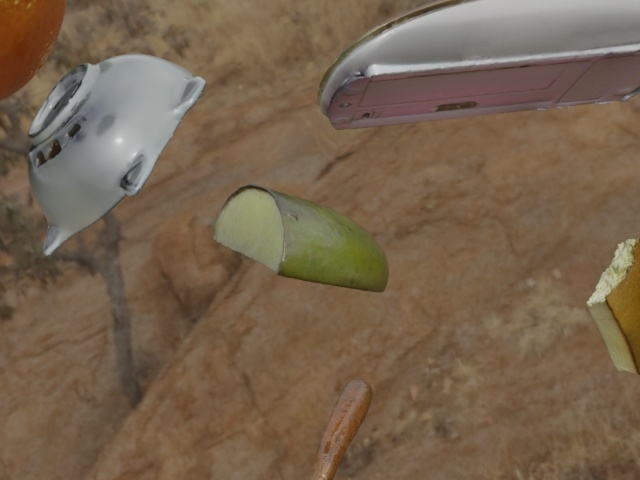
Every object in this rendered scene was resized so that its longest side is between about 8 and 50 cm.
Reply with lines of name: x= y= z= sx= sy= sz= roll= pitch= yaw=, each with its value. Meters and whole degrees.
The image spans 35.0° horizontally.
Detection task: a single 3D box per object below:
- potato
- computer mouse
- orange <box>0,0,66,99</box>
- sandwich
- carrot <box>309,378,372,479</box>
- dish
potato: x=0.000 y=0.000 z=1.569 sx=0.255 sy=0.112 sz=0.269 roll=15 pitch=6 yaw=-30
computer mouse: x=0.117 y=-0.121 z=0.671 sx=0.245 sy=0.056 sz=0.126 roll=-8 pitch=-14 yaw=-9
orange: x=-0.501 y=-0.361 z=1.251 sx=0.326 sy=0.424 sz=0.424 roll=-48 pitch=37 yaw=-19
sandwich: x=0.437 y=0.058 z=1.340 sx=0.193 sy=0.162 sz=0.058 roll=-38 pitch=22 yaw=-24
carrot: x=0.030 y=0.323 z=1.680 sx=0.059 sy=0.059 sz=0.247 roll=-3 pitch=37 yaw=29
dish: x=-0.221 y=-0.105 z=0.974 sx=0.236 sy=0.086 sz=0.228 roll=-44 pitch=28 yaw=15
